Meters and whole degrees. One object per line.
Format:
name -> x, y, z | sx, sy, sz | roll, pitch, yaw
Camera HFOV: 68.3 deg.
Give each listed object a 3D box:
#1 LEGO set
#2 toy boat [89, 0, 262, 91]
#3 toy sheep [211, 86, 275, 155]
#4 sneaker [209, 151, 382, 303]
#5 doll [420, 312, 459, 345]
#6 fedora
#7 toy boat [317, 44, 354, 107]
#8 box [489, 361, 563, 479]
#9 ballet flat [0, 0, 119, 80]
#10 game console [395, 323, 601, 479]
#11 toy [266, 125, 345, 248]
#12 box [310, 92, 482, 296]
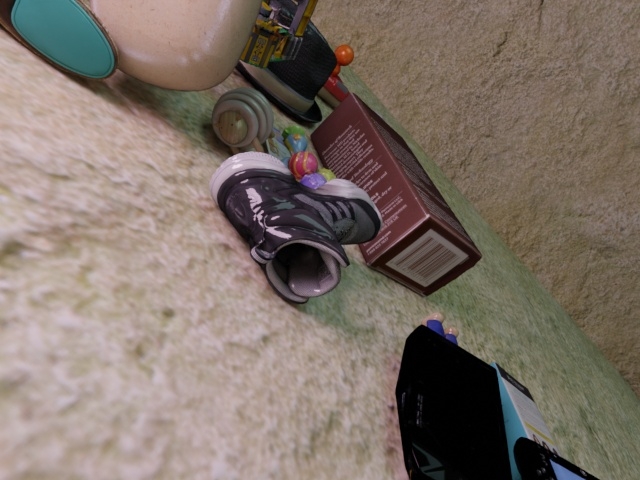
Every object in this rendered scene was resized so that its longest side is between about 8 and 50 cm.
LEGO set -> -0.140, -0.439, 0.766 | 0.331, 0.192, 0.255 | 36, 28, 12
toy boat -> -0.210, -0.323, 0.528 | 0.318, 0.268, 0.148 | 18, 9, 1
toy sheep -> -0.104, -0.167, 0.651 | 0.091, 0.091, 0.132 | 42, 28, -17
sneaker -> 0.000, 0.000, 0.559 | 0.268, 0.101, 0.153 | 15, 40, -46
doll -> 0.189, 0.184, 0.676 | 0.129, 0.046, 0.189 | 43, 22, -12
fedora -> -0.076, -0.413, 1.019 | 0.334, 0.152, 0.334 | 40, 24, -22
toy boat -> 0.037, -0.516, 1.403 | 0.151, 0.151, 0.231 | 27, 31, -44
box -> 0.287, 0.298, 0.655 | 0.100, 0.060, 0.244 | 38, 24, -24
ballet flat -> -0.286, -0.234, 0.444 | 0.206, 0.073, 0.067 | 37, 10, -37
game console -> 0.242, 0.254, 0.539 | 0.361, 0.044, 0.213 | 32, 32, -5
toy -> -0.018, -0.110, 0.757 | 0.136, 0.056, 0.237 | 28, 30, -39
box -> 0.129, -0.097, 0.909 | 0.191, 0.143, 0.382 | 29, 31, -40
